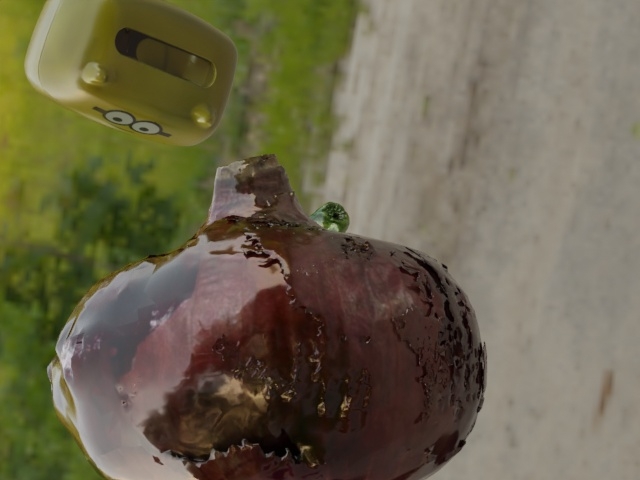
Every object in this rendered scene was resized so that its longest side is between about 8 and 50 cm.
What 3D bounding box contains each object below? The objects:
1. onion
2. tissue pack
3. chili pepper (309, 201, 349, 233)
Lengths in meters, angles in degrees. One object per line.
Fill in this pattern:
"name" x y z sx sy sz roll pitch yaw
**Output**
"onion" -0.030 0.059 1.044 0.252 0.252 0.219 136 127 -66
"tissue pack" -0.163 -0.157 1.622 0.127 0.178 0.123 7 78 59
"chili pepper" -0.001 0.001 1.391 0.030 0.034 0.091 61 155 22
